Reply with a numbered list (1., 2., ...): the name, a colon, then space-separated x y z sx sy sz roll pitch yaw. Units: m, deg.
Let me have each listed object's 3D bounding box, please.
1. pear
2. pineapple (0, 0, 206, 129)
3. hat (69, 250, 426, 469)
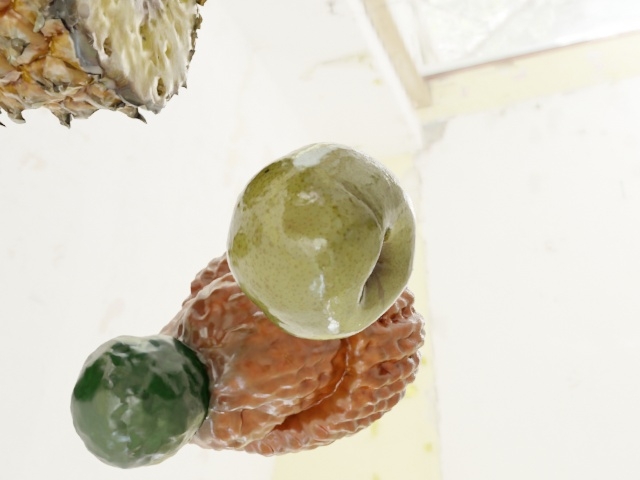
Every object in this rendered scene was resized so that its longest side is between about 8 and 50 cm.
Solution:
1. pear: 0.000 0.000 0.852 0.167 0.136 0.167 -39 -35 -35
2. pineapple: -0.287 -0.275 1.020 0.352 0.300 0.352 7 -90 -68
3. hat: -0.086 0.102 1.130 0.400 0.285 0.285 8 -108 -57
